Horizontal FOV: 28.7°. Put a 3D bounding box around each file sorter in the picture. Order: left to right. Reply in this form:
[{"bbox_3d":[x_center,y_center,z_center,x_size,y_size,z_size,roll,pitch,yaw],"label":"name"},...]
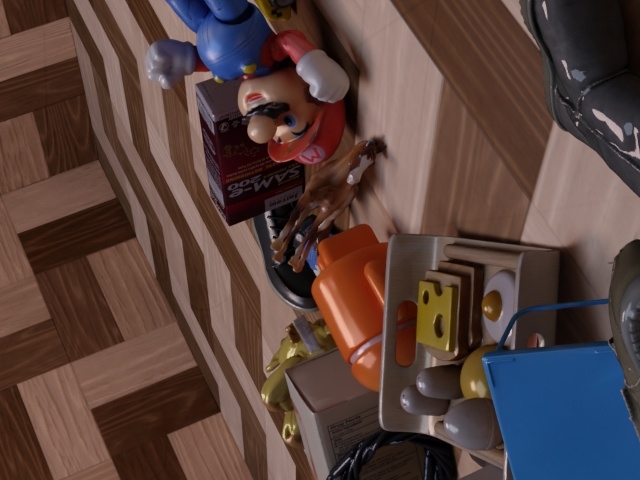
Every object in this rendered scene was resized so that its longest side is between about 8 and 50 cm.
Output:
[{"bbox_3d":[0.222,0.145,1.036,0.104,0.118,0.170,-46,-57,-58],"label":"file sorter"}]

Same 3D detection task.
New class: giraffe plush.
[{"bbox_3d":[-0.014,0.195,1.919,0.170,0.181,0.210,-138,37,-76],"label":"giraffe plush"}]

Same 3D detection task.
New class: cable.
[{"bbox_3d":[0.104,0.314,1.675,0.184,0.151,0.047,-50,16,30],"label":"cable"}]

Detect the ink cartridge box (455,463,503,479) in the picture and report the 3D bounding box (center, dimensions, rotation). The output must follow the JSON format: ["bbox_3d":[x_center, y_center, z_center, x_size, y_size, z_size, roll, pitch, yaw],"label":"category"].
[{"bbox_3d":[0.225,0.322,1.226,0.219,0.160,0.092,70,165,-10],"label":"ink cartridge box"}]

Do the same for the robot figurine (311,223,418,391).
[{"bbox_3d":[0.072,0.091,1.514,0.158,0.128,0.219,-43,64,37],"label":"robot figurine"}]

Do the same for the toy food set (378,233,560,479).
[{"bbox_3d":[0.131,0.109,1.228,0.306,0.092,0.219,-170,82,-69],"label":"toy food set"}]

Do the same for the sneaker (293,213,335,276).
[{"bbox_3d":[-0.001,0.001,1.774,0.084,0.058,0.152,57,170,8],"label":"sneaker"}]

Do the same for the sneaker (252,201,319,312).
[{"bbox_3d":[-0.053,0.001,1.911,0.118,0.083,0.222,91,155,-54],"label":"sneaker"}]

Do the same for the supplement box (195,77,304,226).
[{"bbox_3d":[-0.097,-0.138,1.784,0.073,0.130,0.239,58,163,34],"label":"supplement box"}]

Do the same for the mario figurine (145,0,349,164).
[{"bbox_3d":[-0.093,-0.202,1.468,0.320,0.170,0.198,48,177,-24],"label":"mario figurine"}]

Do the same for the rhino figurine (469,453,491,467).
[{"bbox_3d":[0.187,0.203,1.359,0.106,0.073,0.243,94,154,-46],"label":"rhino figurine"}]

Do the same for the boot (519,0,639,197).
[{"bbox_3d":[0.220,-0.088,0.839,0.189,0.076,0.208,63,180,-44],"label":"boot"}]

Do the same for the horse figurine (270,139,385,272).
[{"bbox_3d":[0.003,-0.042,1.576,0.066,0.174,0.263,33,174,4],"label":"horse figurine"}]

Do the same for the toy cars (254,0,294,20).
[{"bbox_3d":[-0.064,-0.360,1.438,0.176,0.087,0.394,69,165,-2],"label":"toy cars"}]

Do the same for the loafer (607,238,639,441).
[{"bbox_3d":[0.264,0.095,0.907,0.087,0.094,0.251,-100,-9,-52],"label":"loafer"}]

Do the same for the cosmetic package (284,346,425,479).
[{"bbox_3d":[0.062,0.305,1.797,0.129,0.153,0.296,-132,26,-57],"label":"cosmetic package"}]
